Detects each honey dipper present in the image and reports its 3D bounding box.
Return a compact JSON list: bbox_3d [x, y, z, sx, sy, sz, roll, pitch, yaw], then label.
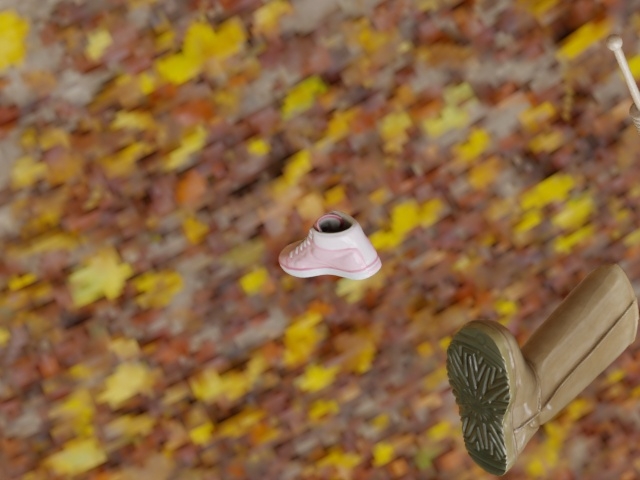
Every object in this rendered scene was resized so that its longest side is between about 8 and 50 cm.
[{"bbox_3d":[0.345,-0.174,2.165,0.030,0.030,0.161,-31,136,4],"label":"honey dipper"}]

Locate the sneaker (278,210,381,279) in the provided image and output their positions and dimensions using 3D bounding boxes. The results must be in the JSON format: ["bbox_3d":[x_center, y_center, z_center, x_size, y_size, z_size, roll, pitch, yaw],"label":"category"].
[{"bbox_3d":[0.000,0.000,2.014,0.051,0.134,0.070,-46,123,-32],"label":"sneaker"}]

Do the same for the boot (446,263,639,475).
[{"bbox_3d":[0.259,0.110,2.222,0.269,0.089,0.236,-41,145,-31],"label":"boot"}]
